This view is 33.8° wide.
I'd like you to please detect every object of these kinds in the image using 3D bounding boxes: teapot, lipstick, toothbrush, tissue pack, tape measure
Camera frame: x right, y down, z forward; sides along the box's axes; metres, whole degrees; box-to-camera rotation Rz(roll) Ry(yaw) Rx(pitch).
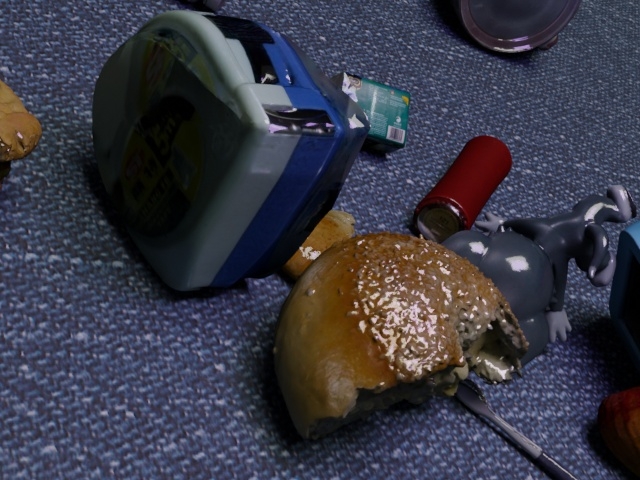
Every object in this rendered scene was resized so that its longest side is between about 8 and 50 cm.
[{"bbox_3d":[0.356,-0.501,1.988,0.315,0.233,0.312,49,19,-37],"label":"teapot"},{"bbox_3d":[0.201,-0.071,1.462,0.080,0.080,0.241,39,36,4],"label":"lipstick"},{"bbox_3d":[0.264,0.256,1.193,0.288,0.024,0.026,40,22,7],"label":"toothbrush"},{"bbox_3d":[0.058,-0.175,1.468,0.111,0.079,0.085,13,77,-27],"label":"tissue pack"},{"bbox_3d":[-0.116,-0.104,1.078,0.138,0.259,0.262,-9,54,-45],"label":"tape measure"}]

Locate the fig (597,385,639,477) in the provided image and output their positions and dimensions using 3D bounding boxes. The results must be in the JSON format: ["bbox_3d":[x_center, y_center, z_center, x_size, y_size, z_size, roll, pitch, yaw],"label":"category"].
[{"bbox_3d":[0.398,0.239,1.278,0.119,0.119,0.153,-47,127,-54],"label":"fig"}]

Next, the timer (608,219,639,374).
[{"bbox_3d":[0.444,0.124,1.338,0.091,0.232,0.250,-27,53,-10],"label":"timer"}]

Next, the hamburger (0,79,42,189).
[{"bbox_3d":[-0.381,-0.144,1.039,0.262,0.124,0.131,51,19,12],"label":"hamburger"}]

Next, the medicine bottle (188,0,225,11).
[{"bbox_3d":[-0.191,-0.388,1.493,0.140,0.079,0.079,33,36,-6],"label":"medicine bottle"}]

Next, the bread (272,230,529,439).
[{"bbox_3d":[0.083,0.079,1.102,0.314,0.171,0.192,-3,63,-44],"label":"bread"}]

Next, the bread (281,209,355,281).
[{"bbox_3d":[-0.018,0.003,1.221,0.136,0.054,0.154,17,38,-21],"label":"bread"}]

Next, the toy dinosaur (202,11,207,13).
[{"bbox_3d":[-0.174,-0.260,1.403,0.106,0.044,0.187,29,47,12],"label":"toy dinosaur"}]

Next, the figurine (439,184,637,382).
[{"bbox_3d":[0.277,0.040,1.296,0.193,0.265,0.140,63,12,-4],"label":"figurine"}]
